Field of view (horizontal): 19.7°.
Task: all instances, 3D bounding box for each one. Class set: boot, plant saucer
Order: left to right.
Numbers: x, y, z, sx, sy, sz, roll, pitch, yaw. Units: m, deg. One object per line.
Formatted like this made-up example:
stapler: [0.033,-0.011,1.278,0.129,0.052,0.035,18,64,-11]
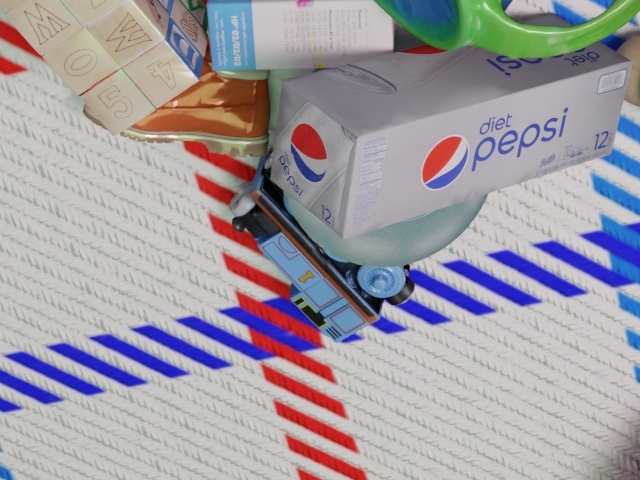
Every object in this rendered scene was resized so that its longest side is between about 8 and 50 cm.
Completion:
boot: [-0.118,-0.123,1.541,0.158,0.059,0.084,6,112,-5]
plant saucer: [0.063,-0.070,1.523,0.195,0.037,0.195,-3,102,-17]

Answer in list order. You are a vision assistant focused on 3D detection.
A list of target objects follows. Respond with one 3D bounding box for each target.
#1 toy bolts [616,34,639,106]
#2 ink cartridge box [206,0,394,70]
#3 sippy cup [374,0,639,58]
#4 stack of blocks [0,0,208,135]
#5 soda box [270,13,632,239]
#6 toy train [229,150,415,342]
toy bolts: [0.323,-0.190,1.463,0.218,0.158,0.228,-11,118,-39]
ink cartridge box: [0.005,-0.184,1.465,0.181,0.104,0.061,-1,121,3]
sippy cup: [0.116,-0.292,1.316,0.224,0.240,0.305,-36,112,-10]
stack of blocks: [-0.208,-0.244,1.400,0.087,0.171,0.297,-31,116,19]
soda box: [0.104,-0.094,1.430,0.286,0.098,0.091,-17,130,-34]
toy train: [0.000,0.000,1.594,0.105,0.080,0.184,-32,115,26]
